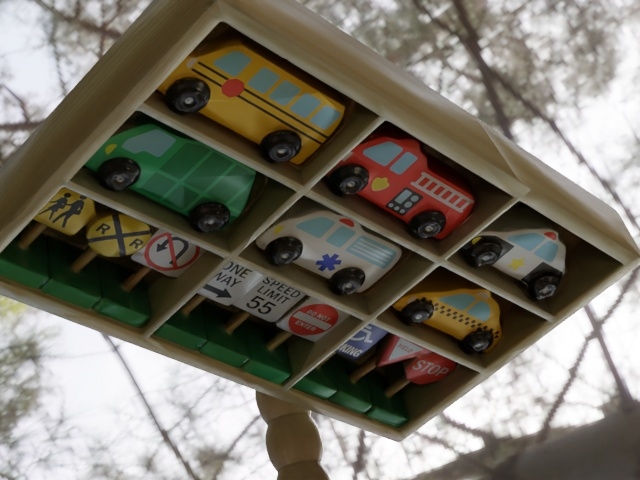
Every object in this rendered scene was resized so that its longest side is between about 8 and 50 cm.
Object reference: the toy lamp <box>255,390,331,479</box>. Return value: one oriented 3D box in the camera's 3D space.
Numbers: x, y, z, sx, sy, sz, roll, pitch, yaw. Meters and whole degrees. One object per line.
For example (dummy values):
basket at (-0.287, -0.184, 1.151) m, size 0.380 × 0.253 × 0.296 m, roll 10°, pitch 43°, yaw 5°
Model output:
toy lamp at (-0.016, 0.097, 0.629) m, size 0.080 × 0.080 × 0.275 m, roll 5°, pitch -121°, yaw -40°

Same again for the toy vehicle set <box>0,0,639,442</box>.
toy vehicle set at (0.000, 0.000, 0.549) m, size 0.267 × 0.166 × 0.035 m, roll 26°, pitch -146°, yaw -37°
